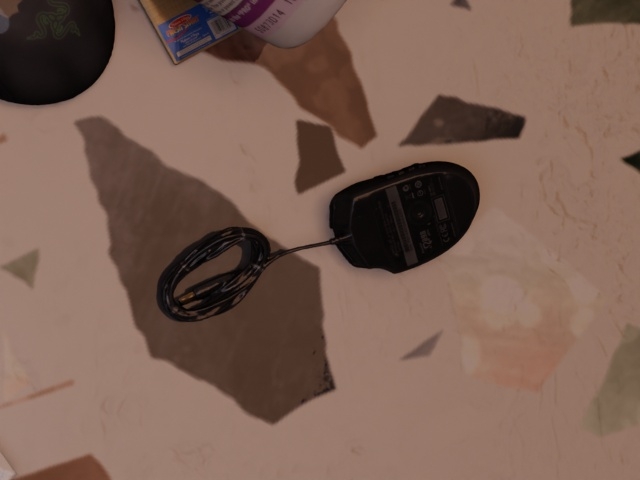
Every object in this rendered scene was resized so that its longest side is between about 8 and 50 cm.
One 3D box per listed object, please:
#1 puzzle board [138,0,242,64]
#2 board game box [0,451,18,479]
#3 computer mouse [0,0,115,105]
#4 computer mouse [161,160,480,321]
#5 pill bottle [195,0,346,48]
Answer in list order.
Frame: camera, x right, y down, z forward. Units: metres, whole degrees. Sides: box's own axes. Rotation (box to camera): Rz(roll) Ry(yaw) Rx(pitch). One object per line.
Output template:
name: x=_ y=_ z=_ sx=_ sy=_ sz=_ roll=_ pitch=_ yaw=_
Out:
puzzle board: x=-0.073 y=-0.195 z=1.357 sx=0.128 sy=0.011 sz=0.096 roll=-30 pitch=96 yaw=-14
board game box: x=-0.290 y=0.126 z=1.271 sx=0.103 sy=0.026 sz=0.154 roll=-38 pitch=97 yaw=-14
computer mouse: x=-0.253 y=-0.195 z=1.275 sx=0.272 sy=0.072 sz=0.188 roll=37 pitch=77 yaw=-11
computer mouse: x=0.000 y=0.000 z=1.358 sx=0.242 sy=0.041 sz=0.071 roll=-17 pitch=109 yaw=-11
pill bottle: x=-0.104 y=-0.267 z=1.252 sx=0.301 sy=0.169 sz=0.169 roll=29 pitch=80 yaw=-16
